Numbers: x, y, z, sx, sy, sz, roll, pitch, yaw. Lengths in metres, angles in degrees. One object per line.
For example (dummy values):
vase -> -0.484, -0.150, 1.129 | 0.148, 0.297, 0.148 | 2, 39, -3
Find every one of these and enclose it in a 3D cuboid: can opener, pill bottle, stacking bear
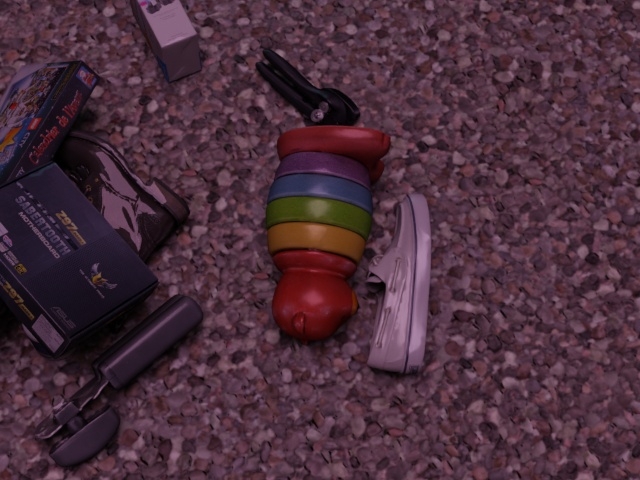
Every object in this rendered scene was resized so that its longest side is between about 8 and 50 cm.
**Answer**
can opener -> -0.028, -0.227, 1.886 | 0.186, 0.073, 0.059 | 35, 109, 16
pill bottle -> -0.372, 0.116, 1.685 | 0.067, 0.120, 0.067 | 0, 67, -1
can opener -> -0.269, 0.194, 1.694 | 0.283, 0.076, 0.095 | -40, 105, -17
stacking bear -> 0.000, 0.000, 1.732 | 0.164, 0.175, 0.289 | 7, 74, -1

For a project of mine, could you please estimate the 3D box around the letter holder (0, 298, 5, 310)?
letter holder -> -0.567, 0.119, 1.680 | 0.152, 0.214, 0.302 | 39, 67, -19

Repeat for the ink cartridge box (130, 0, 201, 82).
ink cartridge box -> -0.250, -0.350, 1.900 | 0.062, 0.104, 0.181 | -23, 68, -11

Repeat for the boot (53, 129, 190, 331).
boot -> -0.339, -0.018, 1.761 | 0.263, 0.091, 0.229 | 32, 69, 10

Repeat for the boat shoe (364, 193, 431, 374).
boat shoe -> 0.106, 0.057, 1.742 | 0.088, 0.096, 0.267 | 6, 75, -4

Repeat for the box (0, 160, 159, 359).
box -> -0.355, 0.021, 1.635 | 0.232, 0.059, 0.183 | 49, 41, 6

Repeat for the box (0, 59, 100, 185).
box -> -0.437, -0.158, 1.798 | 0.159, 0.044, 0.233 | 5, 60, 43
